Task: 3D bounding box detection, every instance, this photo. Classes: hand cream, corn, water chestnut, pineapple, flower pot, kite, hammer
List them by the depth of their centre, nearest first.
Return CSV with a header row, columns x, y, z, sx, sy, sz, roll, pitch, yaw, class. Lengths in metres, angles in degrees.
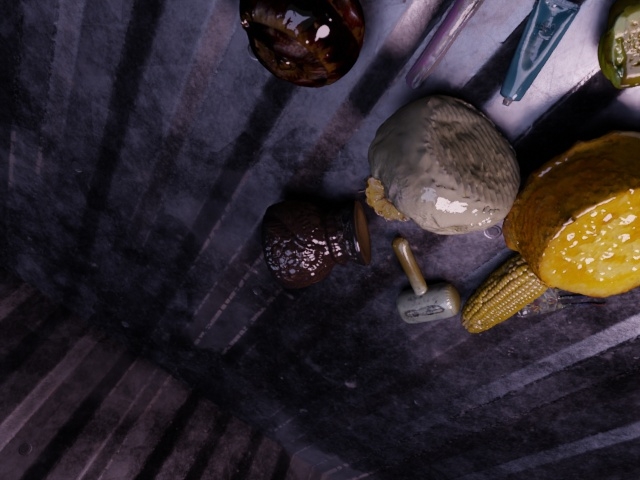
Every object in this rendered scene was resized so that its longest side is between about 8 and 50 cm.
x,y,z,sx,sy,sz,roll,pitch,yaw,class
0.446,-0.390,0.953,0.083,0.048,0.224,23,127,8,hand cream
-0.023,-0.483,0.957,0.299,0.300,0.300,12,130,14,water chestnut
0.207,-0.133,1.255,0.221,0.047,0.221,13,132,14,pineapple
0.524,0.154,1.295,0.130,0.130,0.347,30,133,-2,corn
0.685,0.169,1.314,0.244,0.015,0.141,-9,125,30,kite
0.000,0.000,1.322,0.266,0.267,0.267,-9,123,18,flower pot
0.291,0.117,1.387,0.201,0.113,0.306,-19,112,30,hammer

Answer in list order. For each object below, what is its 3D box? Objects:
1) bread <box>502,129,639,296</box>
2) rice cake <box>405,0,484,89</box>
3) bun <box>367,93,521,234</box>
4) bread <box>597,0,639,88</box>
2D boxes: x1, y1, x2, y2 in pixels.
x,y,z,sx,sy,sz,roll,pitch,yaw,class
0.620,-0.050,0.990,0.397,0.215,0.399,-2,134,-2,bread
0.269,-0.440,0.977,0.049,0.055,0.270,36,134,-1,rice cake
0.270,-0.153,1.023,0.359,0.360,0.211,36,138,-7,bun
0.704,-0.392,0.789,0.383,0.112,0.166,-8,120,28,bread
